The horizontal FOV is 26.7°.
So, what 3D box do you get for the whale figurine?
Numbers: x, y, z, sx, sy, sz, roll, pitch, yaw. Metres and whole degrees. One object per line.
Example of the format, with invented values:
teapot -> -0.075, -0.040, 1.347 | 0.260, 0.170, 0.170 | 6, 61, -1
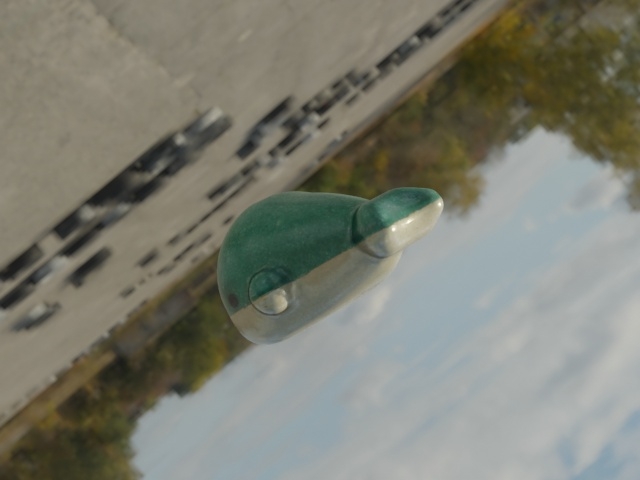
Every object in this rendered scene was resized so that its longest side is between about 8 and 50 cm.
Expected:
whale figurine -> 0.000, 0.000, 1.363 | 0.216, 0.141, 0.272 | -27, 175, -39
